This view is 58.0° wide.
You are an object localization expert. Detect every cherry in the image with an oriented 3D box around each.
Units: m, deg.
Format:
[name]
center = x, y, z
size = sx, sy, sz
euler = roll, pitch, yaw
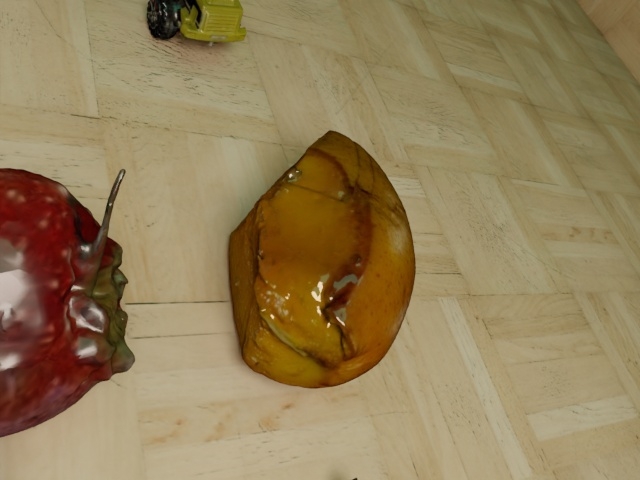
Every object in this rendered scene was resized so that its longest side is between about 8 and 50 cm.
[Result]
[cherry]
center = -0.262, 0.045, 0.409
size = 0.249, 0.192, 0.175
euler = -9, 24, -28

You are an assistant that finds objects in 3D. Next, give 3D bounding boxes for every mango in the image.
[mango]
center = 0.000, 0.000, 0.641
size = 0.350, 0.201, 0.199
euler = -78, 147, -51

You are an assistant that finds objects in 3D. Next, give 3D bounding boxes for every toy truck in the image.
[toy truck]
center = -0.204, -0.395, 0.849
size = 0.136, 0.111, 0.286
euler = -11, 61, -38

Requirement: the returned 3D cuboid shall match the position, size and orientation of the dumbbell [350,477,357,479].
[dumbbell]
center = 0.075, 0.329, 0.486
size = 0.081, 0.082, 0.254
euler = -6, 61, -38
